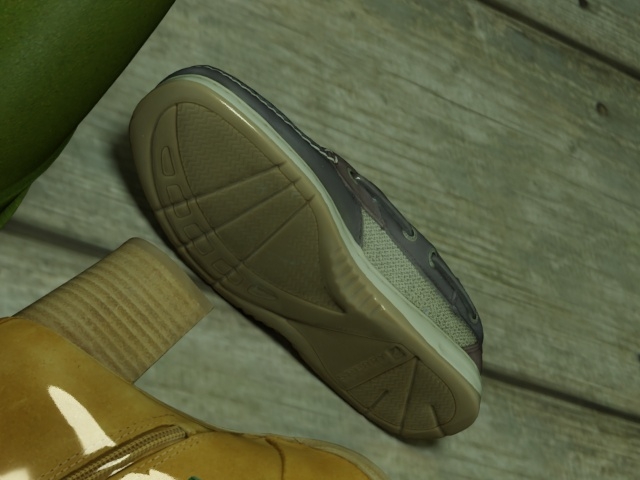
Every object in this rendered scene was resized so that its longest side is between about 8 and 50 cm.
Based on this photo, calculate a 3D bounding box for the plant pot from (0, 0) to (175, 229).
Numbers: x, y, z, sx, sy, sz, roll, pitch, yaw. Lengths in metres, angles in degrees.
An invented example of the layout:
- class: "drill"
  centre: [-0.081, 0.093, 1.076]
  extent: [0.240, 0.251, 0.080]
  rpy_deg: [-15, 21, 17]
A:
- class: "plant pot"
  centre: [-0.181, -0.204, 0.753]
  extent: [0.366, 0.353, 0.366]
  rpy_deg: [24, 51, -34]

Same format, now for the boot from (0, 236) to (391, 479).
- class: "boot"
  centre: [-0.075, 0.162, 0.798]
  extent: [0.295, 0.104, 0.211]
  rpy_deg: [47, 64, -1]

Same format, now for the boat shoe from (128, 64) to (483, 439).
- class: "boat shoe"
  centre: [0.000, 0.000, 1.012]
  extent: [0.285, 0.103, 0.092]
  rpy_deg: [46, 36, -21]

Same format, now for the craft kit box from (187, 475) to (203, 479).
- class: "craft kit box"
  centre: [-0.027, 0.272, 0.742]
  extent: [0.247, 0.061, 0.250]
  rpy_deg: [39, 81, -25]
